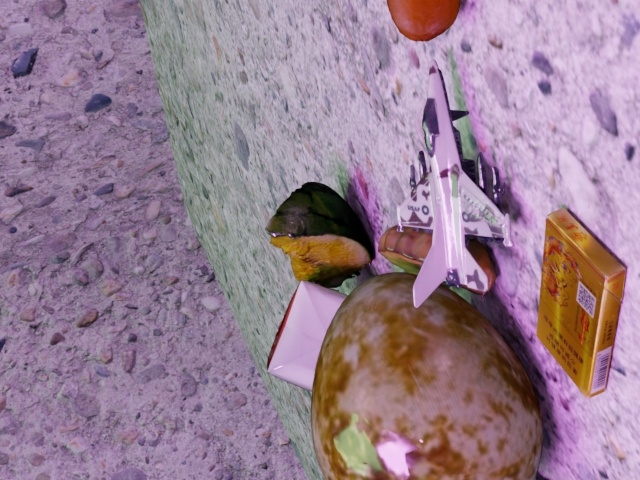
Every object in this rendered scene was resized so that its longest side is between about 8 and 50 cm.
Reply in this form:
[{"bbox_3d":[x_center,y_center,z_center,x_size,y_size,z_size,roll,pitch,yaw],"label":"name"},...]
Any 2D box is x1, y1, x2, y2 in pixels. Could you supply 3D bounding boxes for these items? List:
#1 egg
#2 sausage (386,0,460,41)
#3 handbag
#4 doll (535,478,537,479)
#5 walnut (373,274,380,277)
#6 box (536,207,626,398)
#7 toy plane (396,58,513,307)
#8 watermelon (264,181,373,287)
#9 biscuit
[{"bbox_3d":[0.103,0.176,0.979,0.238,0.238,0.290,117,132,-73],"label":"egg"},{"bbox_3d":[0.084,-0.258,0.781,0.076,0.076,0.198,-123,18,-45],"label":"sausage"},{"bbox_3d":[0.015,0.161,1.416,0.298,0.171,0.151,113,178,-82],"label":"handbag"},{"bbox_3d":[0.217,0.284,1.087,0.227,0.057,0.114,40,152,61],"label":"doll"},{"bbox_3d":[0.107,0.120,1.195,0.116,0.115,0.207,84,168,-47],"label":"walnut"},{"bbox_3d":[0.221,0.056,0.803,0.089,0.022,0.156,-126,20,-46],"label":"box"},{"bbox_3d":[0.127,-0.052,0.900,0.160,0.082,0.234,10,97,54],"label":"toy plane"},{"bbox_3d":[0.000,0.000,1.361,0.123,0.129,0.301,59,178,21],"label":"watermelon"},{"bbox_3d":[0.126,0.014,1.025,0.118,0.061,0.183,30,174,-13],"label":"biscuit"}]
